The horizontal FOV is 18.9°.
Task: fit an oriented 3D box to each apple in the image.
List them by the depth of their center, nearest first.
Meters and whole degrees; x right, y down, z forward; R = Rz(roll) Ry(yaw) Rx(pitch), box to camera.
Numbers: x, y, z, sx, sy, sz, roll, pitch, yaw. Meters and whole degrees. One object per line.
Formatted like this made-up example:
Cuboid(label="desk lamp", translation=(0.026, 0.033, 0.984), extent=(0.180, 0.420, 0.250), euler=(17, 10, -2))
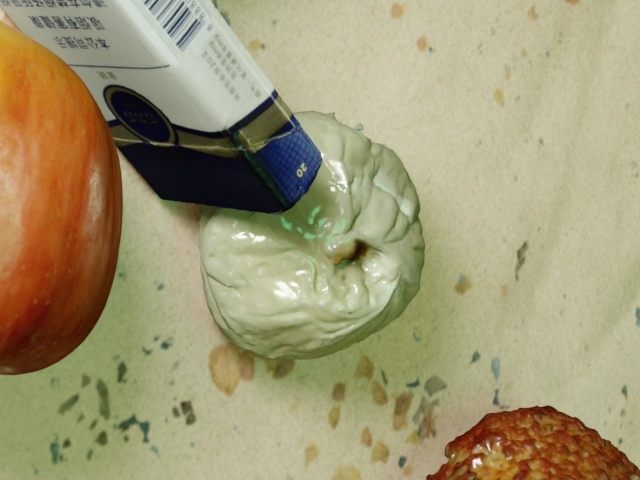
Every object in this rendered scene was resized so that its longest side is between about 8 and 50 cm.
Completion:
Cuboid(label="apple", translation=(-0.243, -0.034, 1.327), extent=(0.242, 0.242, 0.241), euler=(16, 85, -42))

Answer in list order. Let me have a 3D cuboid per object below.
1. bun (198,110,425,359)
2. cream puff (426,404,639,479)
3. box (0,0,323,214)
Cuboid(label="bun", translation=(0.000, 0.000, 1.610), extent=(0.220, 0.134, 0.220), euler=(-10, 106, -37))
Cuboid(label="cream puff", translation=(0.212, 0.331, 1.795), extent=(0.350, 0.229, 0.350), euler=(-5, 98, -41))
Cuboid(label="box", translation=(-0.128, -0.131, 1.455), extent=(0.071, 0.168, 0.259), euler=(-53, 126, -24))
